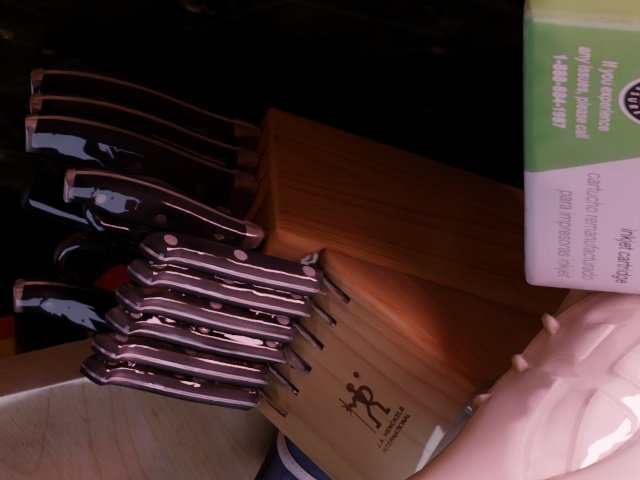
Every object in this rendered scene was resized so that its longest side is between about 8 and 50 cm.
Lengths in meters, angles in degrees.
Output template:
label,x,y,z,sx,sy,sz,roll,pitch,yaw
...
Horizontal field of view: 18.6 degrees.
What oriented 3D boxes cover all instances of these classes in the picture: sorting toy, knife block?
label,x,y,z,sx,sy,sz,roll,pitch,yaw
sorting toy,-0.122,0.115,1.092,0.255,0.089,0.257,-13,141,3
knife block,0.000,0.000,0.882,0.275,0.242,0.088,-22,149,-50

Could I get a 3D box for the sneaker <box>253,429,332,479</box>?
label,x,y,z,sx,sy,sz,roll,pitch,yaw
sneaker,0.098,0.096,1.022,0.282,0.099,0.153,-10,137,-28

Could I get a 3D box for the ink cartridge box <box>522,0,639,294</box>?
label,x,y,z,sx,sy,sz,roll,pitch,yaw
ink cartridge box,0.209,-0.061,0.636,0.278,0.117,0.201,5,156,9

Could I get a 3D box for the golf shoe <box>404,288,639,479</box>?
label,x,y,z,sx,sy,sz,roll,pitch,yaw
golf shoe,0.125,0.051,0.763,0.306,0.140,0.115,-25,154,-10
